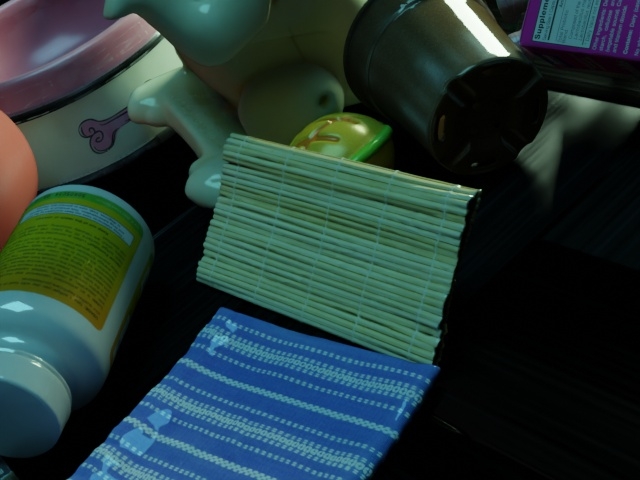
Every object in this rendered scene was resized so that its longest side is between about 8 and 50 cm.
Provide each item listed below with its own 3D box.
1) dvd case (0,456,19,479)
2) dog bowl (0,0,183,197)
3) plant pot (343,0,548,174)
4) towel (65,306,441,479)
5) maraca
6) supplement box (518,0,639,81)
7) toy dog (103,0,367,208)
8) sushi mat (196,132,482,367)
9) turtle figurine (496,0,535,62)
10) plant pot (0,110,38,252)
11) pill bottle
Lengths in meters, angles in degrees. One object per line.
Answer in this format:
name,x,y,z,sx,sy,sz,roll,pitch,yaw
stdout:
dvd case,-0.389,0.239,0.941,0.221,0.018,0.164,-38,36,-19
dog bowl,-0.341,-0.229,1.441,0.407,0.150,0.408,-16,35,12
plant pot,0.128,-0.158,1.052,0.167,0.167,0.165,-27,41,-4
towel,-0.092,0.185,0.814,0.243,0.040,0.336,11,47,40
maraca,0.019,-0.075,1.056,0.127,0.099,0.186,-32,8,11
supplement box,0.310,-0.204,0.973,0.220,0.111,0.114,17,95,34
toy dog,-0.064,-0.293,1.100,0.395,0.408,0.285,-18,40,-9
sushi mat,0.000,0.000,0.945,0.019,0.152,0.316,5,9,-44
turtle figurine,0.306,-0.262,1.125,0.234,0.118,0.175,-19,33,18
plant pot,-0.443,-0.032,1.158,0.274,0.275,0.243,-12,25,18
pill bottle,-0.246,0.071,0.977,0.136,0.136,0.246,-11,35,19
